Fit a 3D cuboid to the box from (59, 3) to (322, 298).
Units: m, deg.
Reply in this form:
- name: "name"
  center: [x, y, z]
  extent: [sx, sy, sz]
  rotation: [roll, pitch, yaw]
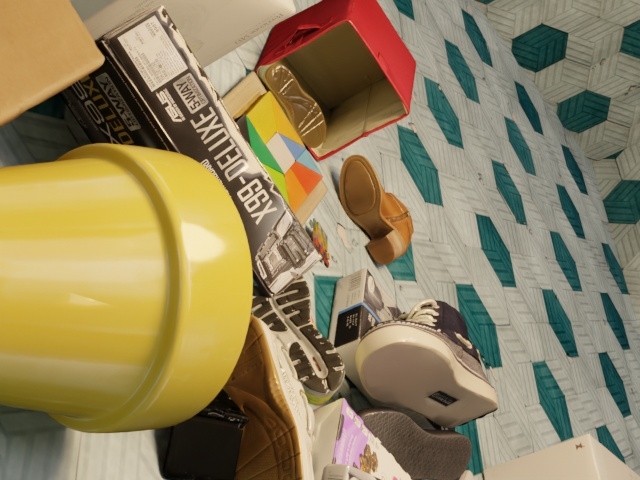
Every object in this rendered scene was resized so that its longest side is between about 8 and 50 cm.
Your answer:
- name: "box"
  center: [-0.153, -0.085, 1.194]
  extent: [0.076, 0.242, 0.307]
  rotation: [-38, 106, -22]

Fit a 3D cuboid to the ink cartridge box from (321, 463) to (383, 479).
- name: "ink cartridge box"
  center: [0.064, 0.385, 1.272]
  extent: [0.208, 0.045, 0.206]
  rotation: [31, 62, -39]

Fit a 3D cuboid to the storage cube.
- name: "storage cube"
  center: [0.030, -0.284, 1.813]
  extent: [0.215, 0.184, 0.193]
  rotation: [53, 26, -23]

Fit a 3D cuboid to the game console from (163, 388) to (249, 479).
- name: "game console"
  center: [-0.140, 0.200, 1.201]
  extent: [0.107, 0.071, 0.122]
  rotation: [43, 10, 33]

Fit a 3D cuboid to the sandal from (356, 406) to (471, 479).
- name: "sandal"
  center: [0.116, 0.293, 1.563]
  extent: [0.254, 0.054, 0.097]
  rotation: [26, 84, -44]

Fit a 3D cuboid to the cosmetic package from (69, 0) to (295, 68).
- name: "cosmetic package"
  center: [-0.191, -0.305, 1.331]
  extent: [0.225, 0.224, 0.138]
  rotation: [12, 55, -60]

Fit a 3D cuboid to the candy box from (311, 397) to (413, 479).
- name: "candy box"
  center: [0.046, 0.325, 1.385]
  extent: [0.196, 0.070, 0.165]
  rotation: [52, 27, -25]

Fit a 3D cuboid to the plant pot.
- name: "plant pot"
  center: [-0.227, 0.036, 0.918]
  extent: [0.239, 0.254, 0.254]
  rotation: [6, 61, -49]

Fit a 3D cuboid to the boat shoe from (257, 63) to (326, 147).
- name: "boat shoe"
  center: [-0.045, -0.210, 1.732]
  extent: [0.153, 0.056, 0.048]
  rotation: [51, -18, -28]

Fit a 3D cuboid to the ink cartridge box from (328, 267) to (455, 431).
- name: "ink cartridge box"
  center: [0.130, 0.211, 1.681]
  extent: [0.332, 0.065, 0.165]
  rotation: [52, 26, -29]

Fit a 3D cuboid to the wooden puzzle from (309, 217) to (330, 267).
- name: "wooden puzzle"
  center: [0.000, 0.000, 1.665]
  extent: [0.083, 0.006, 0.049]
  rotation: [59, 24, -46]

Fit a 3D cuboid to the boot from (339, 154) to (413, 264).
- name: "boot"
  center: [0.099, -0.065, 1.882]
  extent: [0.152, 0.073, 0.197]
  rotation: [-43, 118, -64]

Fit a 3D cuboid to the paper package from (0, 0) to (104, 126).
- name: "paper package"
  center: [-0.384, -0.217, 0.925]
  extent: [0.324, 0.168, 0.309]
  rotation: [60, 26, -12]

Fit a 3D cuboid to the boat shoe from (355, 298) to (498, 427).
- name: "boat shoe"
  center: [0.132, 0.145, 1.552]
  extent: [0.340, 0.127, 0.158]
  rotation: [42, 26, -53]

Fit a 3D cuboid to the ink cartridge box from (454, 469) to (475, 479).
- name: "ink cartridge box"
  center: [0.218, 0.536, 1.535]
  extent: [0.330, 0.071, 0.324]
  rotation: [65, 23, -6]

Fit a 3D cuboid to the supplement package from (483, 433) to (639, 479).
- name: "supplement package"
  center: [0.432, 0.482, 1.859]
  extent: [0.263, 0.198, 0.199]
  rotation: [39, 35, -44]

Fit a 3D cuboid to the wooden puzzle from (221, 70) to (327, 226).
- name: "wooden puzzle"
  center: [-0.070, -0.125, 1.624]
  extent: [0.221, 0.044, 0.238]
  rotation: [57, 25, -15]

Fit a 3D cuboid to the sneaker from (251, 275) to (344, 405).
- name: "sneaker"
  center: [-0.039, 0.124, 1.422]
  extent: [0.094, 0.082, 0.208]
  rotation: [96, -27, -57]

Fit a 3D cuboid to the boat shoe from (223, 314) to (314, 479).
- name: "boat shoe"
  center: [-0.045, 0.217, 1.272]
  extent: [0.096, 0.098, 0.277]
  rotation: [32, 38, -50]
